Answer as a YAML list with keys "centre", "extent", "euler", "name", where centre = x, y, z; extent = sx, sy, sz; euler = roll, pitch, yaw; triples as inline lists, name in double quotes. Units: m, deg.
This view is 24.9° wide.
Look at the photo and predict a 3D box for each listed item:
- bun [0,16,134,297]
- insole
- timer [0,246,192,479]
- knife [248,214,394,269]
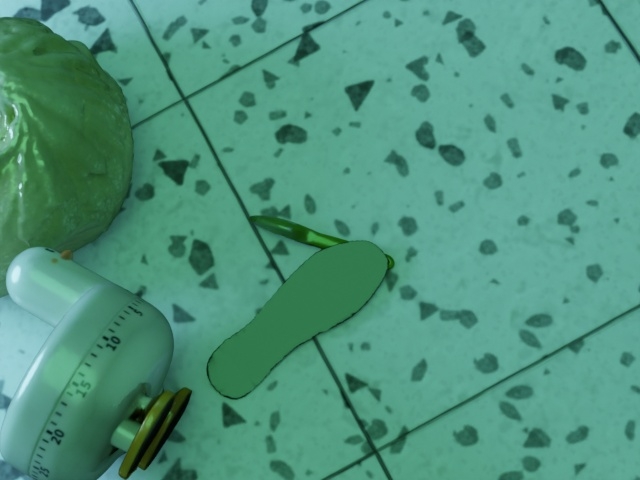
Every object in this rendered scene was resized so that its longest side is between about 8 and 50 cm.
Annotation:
- centre: [-0.405, -0.111, 1.691]
  extent: [0.352, 0.227, 0.349]
  euler: [28, 81, 17]
  name: "bun"
- centre: [-0.029, 0.088, 1.684]
  extent: [0.253, 0.005, 0.086]
  euler: [-39, 81, -2]
  name: "insole"
- centre: [-0.273, 0.147, 1.587]
  extent: [0.240, 0.233, 0.233]
  euler: [30, 79, 4]
  name: "timer"
- centre: [0.000, 0.000, 1.707]
  extent: [0.184, 0.026, 0.022]
  euler: [18, 91, 9]
  name: "knife"
